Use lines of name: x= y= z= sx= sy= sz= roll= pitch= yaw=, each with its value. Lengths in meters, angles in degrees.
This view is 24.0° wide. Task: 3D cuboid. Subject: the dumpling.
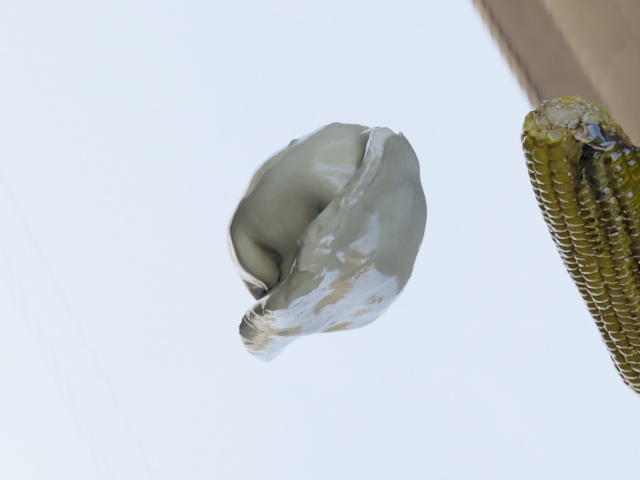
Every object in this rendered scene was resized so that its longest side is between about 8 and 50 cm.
dumpling: x=0.000 y=0.000 z=1.069 sx=0.132 sy=0.162 sz=0.250 roll=25 pitch=-24 yaw=-6

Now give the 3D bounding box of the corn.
corn: x=0.168 y=0.009 z=0.825 sx=0.072 sy=0.072 sz=0.203 roll=26 pitch=-29 yaw=55
